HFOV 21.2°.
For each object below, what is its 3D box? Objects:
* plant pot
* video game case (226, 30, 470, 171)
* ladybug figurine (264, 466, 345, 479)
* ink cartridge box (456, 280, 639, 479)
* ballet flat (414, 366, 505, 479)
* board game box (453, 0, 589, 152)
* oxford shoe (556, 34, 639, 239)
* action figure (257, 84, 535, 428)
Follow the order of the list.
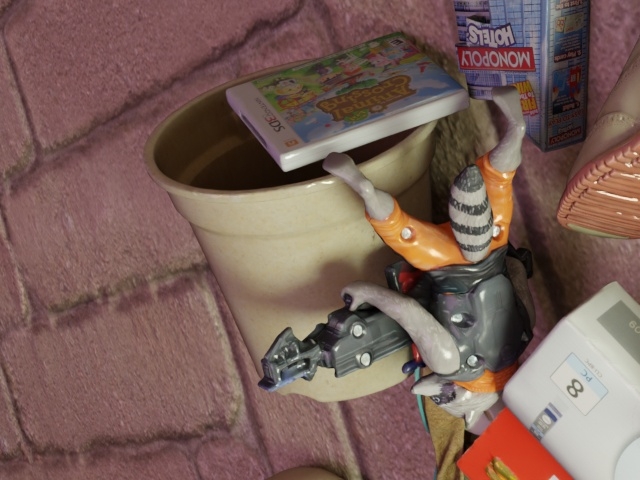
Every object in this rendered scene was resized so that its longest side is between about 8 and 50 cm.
[{"bbox_3d":[0.000,0.000,1.921,0.334,0.334,0.305,27,137,51],"label":"plant pot"},{"bbox_3d":[0.026,-0.153,1.828,0.193,0.212,0.023,-128,22,-57],"label":"video game case"},{"bbox_3d":[-0.041,0.475,2.338,0.305,0.162,0.449,63,148,18],"label":"ladybug figurine"},{"bbox_3d":[0.289,0.262,1.694,0.308,0.091,0.385,46,141,13],"label":"ink cartridge box"},{"bbox_3d":[0.180,0.231,1.925,0.124,0.116,0.342,14,119,33],"label":"ballet flat"},{"bbox_3d":[0.199,-0.189,1.715,0.194,0.060,0.194,9,111,57],"label":"board game box"},{"bbox_3d":[0.323,-0.121,1.520,0.397,0.140,0.146,127,151,-60],"label":"oxford shoe"},{"bbox_3d":[0.103,0.053,1.687,0.178,0.341,0.330,31,145,50],"label":"action figure"}]
